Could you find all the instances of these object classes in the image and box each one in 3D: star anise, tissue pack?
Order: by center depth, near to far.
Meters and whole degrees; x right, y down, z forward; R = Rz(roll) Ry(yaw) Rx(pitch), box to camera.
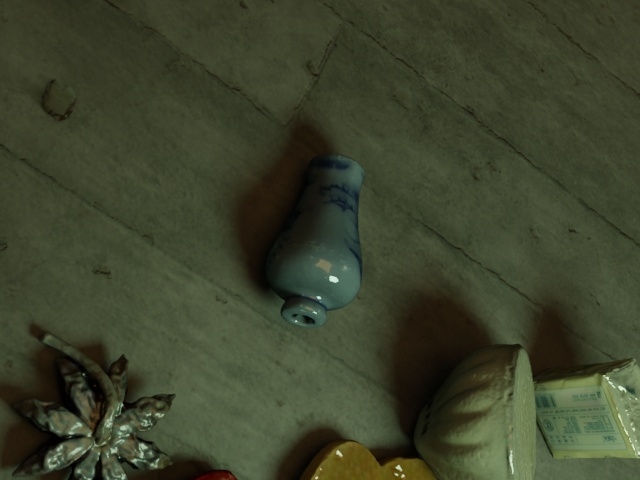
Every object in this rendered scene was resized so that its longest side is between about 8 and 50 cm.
[{"bbox_3d":[-0.294,0.235,1.317,0.230,0.081,0.262,-22,93,-20],"label":"star anise"},{"bbox_3d":[0.439,0.273,1.638,0.092,0.196,0.148,-23,92,-30],"label":"tissue pack"}]

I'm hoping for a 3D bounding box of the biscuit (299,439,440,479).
[{"bbox_3d":[0.102,0.456,1.502,0.376,0.051,0.269,52,58,-13],"label":"biscuit"}]

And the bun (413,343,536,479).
[{"bbox_3d":[0.228,0.284,1.540,0.263,0.175,0.263,-3,90,-72],"label":"bun"}]

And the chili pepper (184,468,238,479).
[{"bbox_3d":[-0.194,0.397,1.328,0.253,0.136,0.144,-25,66,-38],"label":"chili pepper"}]

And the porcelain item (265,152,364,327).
[{"bbox_3d":[0.000,0.000,1.498,0.141,0.141,0.259,24,62,-23],"label":"porcelain item"}]
